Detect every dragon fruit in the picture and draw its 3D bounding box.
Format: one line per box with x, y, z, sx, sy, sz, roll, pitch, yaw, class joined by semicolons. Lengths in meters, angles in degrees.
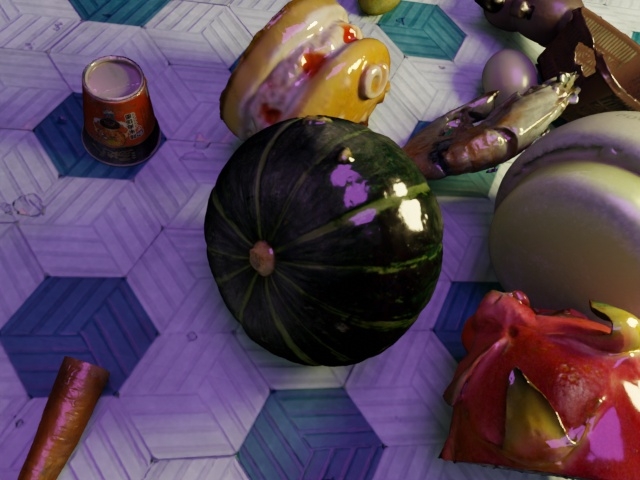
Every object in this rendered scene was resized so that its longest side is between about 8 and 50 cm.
0.305;0.187;0.743;0.305;0.305;0.226;12;70;-8;dragon fruit

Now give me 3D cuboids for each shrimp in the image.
0.287;-0.203;1.002;0.360;0.247;0.085;-29;116;-7;shrimp

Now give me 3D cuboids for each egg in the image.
0.369;-0.310;1.144;0.103;0.103;0.135;1;64;-14;egg

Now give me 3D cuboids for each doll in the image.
0.447;-0.479;1.223;0.181;0.117;0.257;-5;38;-41;doll

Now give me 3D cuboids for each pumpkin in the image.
0.000;0.000;0.759;0.323;0.323;0.241;45;31;11;pumpkin

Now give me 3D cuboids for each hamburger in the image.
-0.002;-0.234;0.939;0.186;0.261;0.302;40;18;2;hamburger

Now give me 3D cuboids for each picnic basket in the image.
0.547;-0.294;1.127;0.296;0.129;0.223;11;58;-35;picnic basket

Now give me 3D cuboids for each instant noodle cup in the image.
-0.307;-0.200;0.889;0.127;0.136;0.127;6;62;-11;instant noodle cup

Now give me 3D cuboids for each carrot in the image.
-0.321;0.245;0.695;0.061;0.061;0.210;19;64;-4;carrot

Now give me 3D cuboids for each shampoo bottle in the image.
0.432;-0.031;0.882;0.322;0.322;0.317;43;55;11;shampoo bottle

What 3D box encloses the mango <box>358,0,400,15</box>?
0.122;-0.609;1.235;0.146;0.129;0.289;-9;73;-21;mango
